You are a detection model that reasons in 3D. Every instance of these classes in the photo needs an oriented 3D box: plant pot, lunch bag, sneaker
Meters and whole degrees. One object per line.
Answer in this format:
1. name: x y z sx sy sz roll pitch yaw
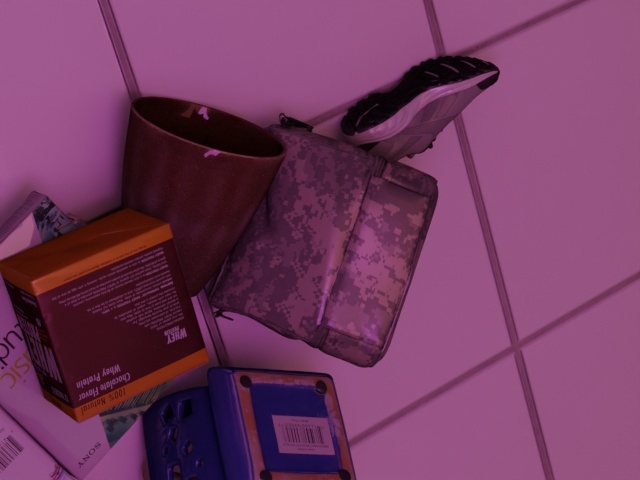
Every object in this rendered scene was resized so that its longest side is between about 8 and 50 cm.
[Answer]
1. plant pot: -0.181 -0.047 2.012 0.215 0.215 0.230 8 109 -33
2. lunch bag: 0.000 0.000 2.116 0.256 0.212 0.305 20 90 -8
3. plant pot: -0.086 0.302 2.065 0.236 0.212 0.236 8 56 -34
4. sneaker: 0.154 -0.193 2.251 0.271 0.100 0.108 -31 124 -17

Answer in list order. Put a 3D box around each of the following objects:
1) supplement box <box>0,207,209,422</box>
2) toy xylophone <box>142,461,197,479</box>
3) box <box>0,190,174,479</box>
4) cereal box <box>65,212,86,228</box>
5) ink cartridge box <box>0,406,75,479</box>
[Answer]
1. supplement box: -0.272 0.091 1.884 0.191 0.129 0.194 -24 111 -25
2. toy xylophone: -0.199 0.449 2.153 0.322 0.081 0.236 23 74 -32
3. box: -0.344 0.128 1.957 0.232 0.058 0.322 -48 121 -15
4. cereal box: -0.368 0.104 2.001 0.240 0.047 0.173 -43 118 -19
5. ink cartridge box: -0.444 0.321 1.906 0.198 0.197 0.270 -47 119 -16
